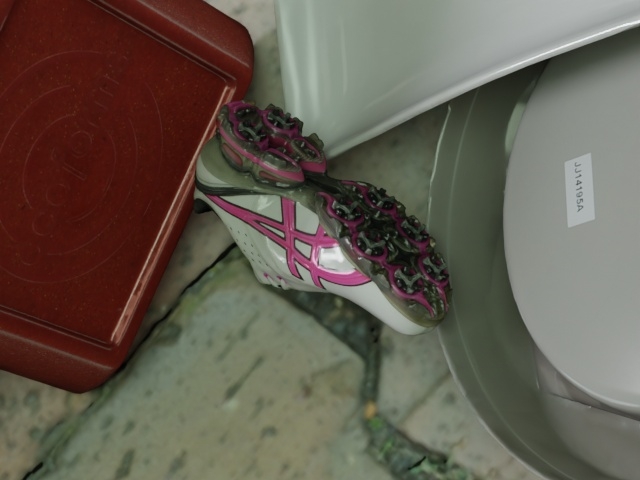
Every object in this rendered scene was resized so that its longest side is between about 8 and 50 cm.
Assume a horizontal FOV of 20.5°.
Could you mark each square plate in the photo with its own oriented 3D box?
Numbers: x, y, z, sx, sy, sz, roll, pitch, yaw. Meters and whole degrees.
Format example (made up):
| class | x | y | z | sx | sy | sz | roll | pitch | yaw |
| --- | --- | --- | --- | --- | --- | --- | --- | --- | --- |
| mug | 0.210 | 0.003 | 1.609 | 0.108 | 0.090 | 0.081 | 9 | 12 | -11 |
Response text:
| class | x | y | z | sx | sy | sz | roll | pitch | yaw |
| --- | --- | --- | --- | --- | --- | --- | --- | --- | --- |
| square plate | 0.089 | -0.246 | 1.014 | 0.347 | 0.049 | 0.344 | -21 | 70 | 47 |

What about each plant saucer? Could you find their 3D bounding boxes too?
| class | x | y | z | sx | sy | sz | roll | pitch | yaw |
| --- | --- | --- | --- | --- | --- | --- | --- | --- | --- |
| plant saucer | -0.154 | -0.047 | 1.022 | 0.048 | 0.259 | 0.258 | 23 | 88 | 40 |

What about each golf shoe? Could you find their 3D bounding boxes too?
| class | x | y | z | sx | sy | sz | roll | pitch | yaw |
| --- | --- | --- | --- | --- | --- | --- | --- | --- | --- |
| golf shoe | 0.000 | 0.000 | 1.039 | 0.186 | 0.067 | 0.086 | 42 | 125 | 24 |

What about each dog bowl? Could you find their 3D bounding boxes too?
| class | x | y | z | sx | sy | sz | roll | pitch | yaw |
| --- | --- | --- | --- | --- | --- | --- | --- | --- | --- |
| dog bowl | 0.209 | -0.027 | 0.939 | 0.349 | 0.102 | 0.348 | -21 | 62 | 47 |
